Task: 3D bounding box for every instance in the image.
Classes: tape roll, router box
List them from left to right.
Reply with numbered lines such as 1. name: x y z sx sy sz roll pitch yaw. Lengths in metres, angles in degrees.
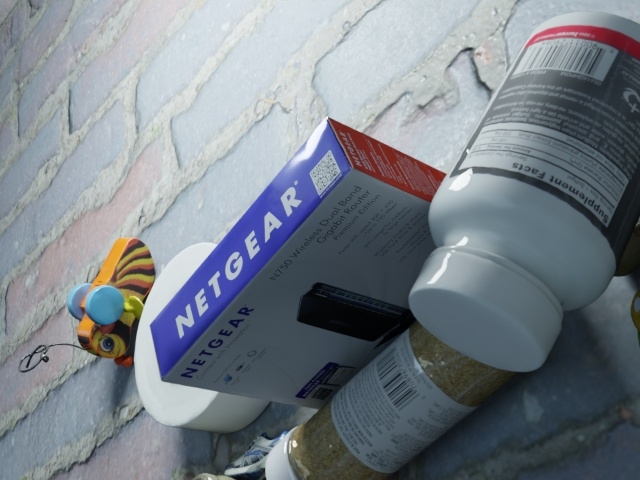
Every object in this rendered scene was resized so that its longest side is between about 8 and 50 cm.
1. tape roll: -0.171 0.150 1.274 0.286 0.100 0.286 -20 61 43
2. router box: 0.025 0.055 0.931 0.335 0.301 0.082 -48 45 27

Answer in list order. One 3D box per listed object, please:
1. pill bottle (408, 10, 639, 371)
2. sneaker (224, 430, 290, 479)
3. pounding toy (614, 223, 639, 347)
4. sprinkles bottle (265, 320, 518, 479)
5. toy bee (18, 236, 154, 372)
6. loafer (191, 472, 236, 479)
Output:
1. pill bottle: 0.210 -0.045 0.775 0.176 0.176 0.318 5 55 50
2. sneaker: -0.080 0.303 1.160 0.135 0.052 0.058 -25 47 32
3. pounding toy: 0.336 0.043 0.729 0.183 0.110 0.236 -42 48 31
4. sprinkles bottle: 0.085 0.193 0.949 0.355 0.121 0.121 -46 46 27
5. toy bee: -0.393 0.148 1.516 0.298 0.162 0.195 -45 32 -7
6. loafer: -0.171 0.399 1.191 0.268 0.092 0.101 -38 43 55
